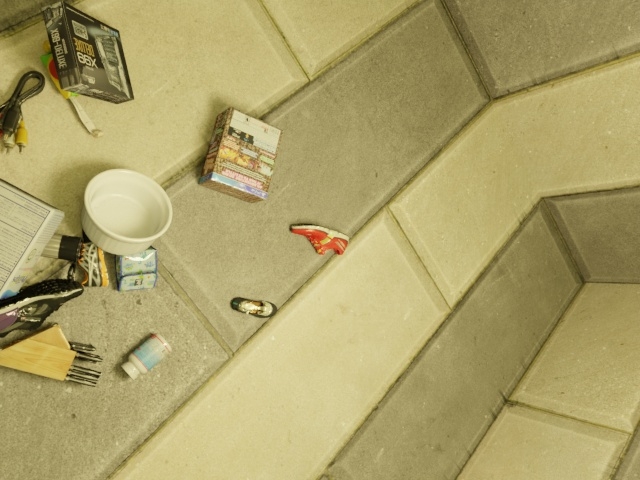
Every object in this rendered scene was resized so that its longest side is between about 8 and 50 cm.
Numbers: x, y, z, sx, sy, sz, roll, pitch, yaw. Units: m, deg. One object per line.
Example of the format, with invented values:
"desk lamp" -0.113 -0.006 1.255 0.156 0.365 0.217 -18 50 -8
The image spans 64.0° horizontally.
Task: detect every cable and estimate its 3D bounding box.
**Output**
"cable" -0.969 -0.411 1.614 0.139 0.072 0.288 13 68 -14

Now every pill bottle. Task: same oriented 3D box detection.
"pill bottle" -0.602 0.402 1.769 0.160 0.087 0.087 -42 109 -27

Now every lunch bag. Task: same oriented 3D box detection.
"lunch bag" -0.635 0.099 1.765 0.128 0.096 0.151 -4 107 -34

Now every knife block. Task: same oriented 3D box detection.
"knife block" -0.846 0.396 1.615 0.275 0.088 0.242 -26 101 -31

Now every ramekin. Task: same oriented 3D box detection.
"ramekin" -0.645 -0.086 1.685 0.277 0.135 0.277 22 48 -26

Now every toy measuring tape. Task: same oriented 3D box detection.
"toy measuring tape" -0.787 -0.505 1.675 0.121 0.121 0.330 -37 107 -28

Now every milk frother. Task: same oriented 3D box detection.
"milk frother" -0.831 0.053 1.606 0.134 0.129 0.143 10 68 -18

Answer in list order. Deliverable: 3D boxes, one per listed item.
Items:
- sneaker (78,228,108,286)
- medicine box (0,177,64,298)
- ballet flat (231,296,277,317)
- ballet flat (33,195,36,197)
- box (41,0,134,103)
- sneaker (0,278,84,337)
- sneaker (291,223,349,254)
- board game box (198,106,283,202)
"sneaker" -0.761 0.055 1.691 0.083 0.084 0.215 -12 95 -26
"medicine box" -0.931 -0.023 1.443 0.263 0.149 0.290 30 82 -11
"ballet flat" -0.249 0.266 2.009 0.203 0.074 0.074 16 79 -31
"ballet flat" -0.959 -0.030 1.581 0.247 0.083 0.087 -52 137 -23
"box" -0.728 -0.582 1.629 0.076 0.307 0.243 -11 94 10
"sneaker" -0.891 0.212 1.608 0.283 0.107 0.124 -17 121 -35
"sneaker" 0.000 0.000 2.163 0.278 0.107 0.119 16 88 -28
"board game box" -0.302 -0.320 1.960 0.231 0.141 0.291 20 78 -30
